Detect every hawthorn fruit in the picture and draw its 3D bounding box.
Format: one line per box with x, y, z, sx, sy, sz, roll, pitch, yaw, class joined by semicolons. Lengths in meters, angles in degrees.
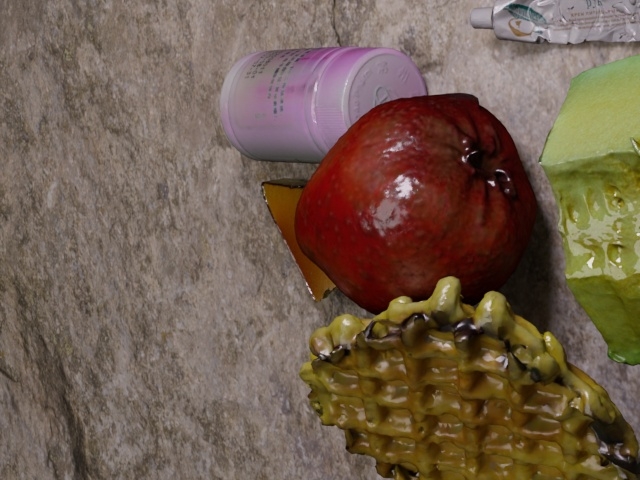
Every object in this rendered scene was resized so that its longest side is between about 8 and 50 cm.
0.098;-0.026;2.085;0.307;0.265;0.265;-28;75;37;hawthorn fruit

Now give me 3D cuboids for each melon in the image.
0.395;-0.045;1.786;0.343;0.226;0.331;-6;81;38;melon

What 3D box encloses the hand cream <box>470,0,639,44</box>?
0.279;-0.258;2.007;0.257;0.050;0.084;0;99;44;hand cream

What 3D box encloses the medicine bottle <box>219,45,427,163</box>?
0.002;-0.174;2.273;0.254;0.152;0.152;6;101;50;medicine bottle

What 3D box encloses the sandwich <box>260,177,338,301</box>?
0.000;0.000;2.381;0.193;0.058;0.162;9;104;47;sandwich

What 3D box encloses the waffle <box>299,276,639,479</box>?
0.169;0.201;2.048;0.382;0.095;0.380;44;139;-20;waffle
